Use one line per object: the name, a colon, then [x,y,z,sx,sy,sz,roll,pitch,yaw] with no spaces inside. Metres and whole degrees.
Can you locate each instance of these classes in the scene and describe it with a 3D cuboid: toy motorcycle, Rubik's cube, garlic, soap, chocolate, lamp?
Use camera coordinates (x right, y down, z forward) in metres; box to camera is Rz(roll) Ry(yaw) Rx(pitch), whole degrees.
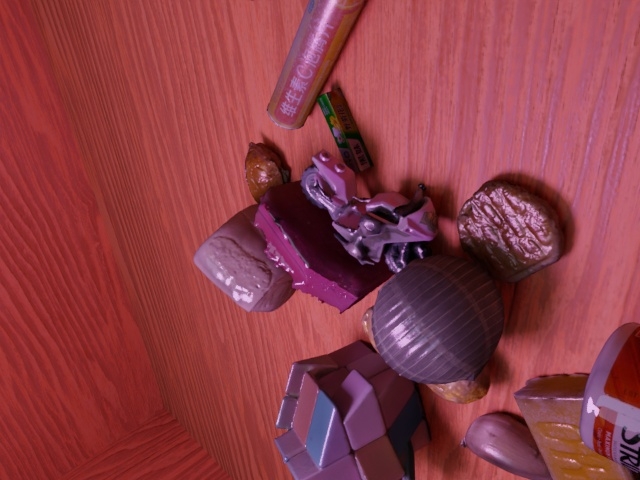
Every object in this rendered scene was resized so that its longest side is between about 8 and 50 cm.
toy motorcycle: [0.105,-0.066,1.054,0.327,0.143,0.188,41,139,10]
Rubik's cube: [0.071,0.448,1.306,0.358,0.368,0.386,26,136,64]
garlic: [0.412,0.444,1.085,0.267,0.149,0.128,28,98,44]
soap: [0.000,0.000,1.190,0.324,0.220,0.127,52,136,14]
chocolate: [0.224,0.234,1.143,0.309,0.134,0.134,30,136,31]
soap: [0.481,0.376,0.945,0.173,0.089,0.274,-24,93,56]
lamp: [0.212,0.152,0.970,0.265,0.233,0.233,-43,77,25]

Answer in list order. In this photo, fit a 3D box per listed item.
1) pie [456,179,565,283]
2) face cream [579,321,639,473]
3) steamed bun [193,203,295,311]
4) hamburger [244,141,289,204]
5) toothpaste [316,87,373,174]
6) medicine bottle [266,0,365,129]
pie: [0.317,-0.017,0.911,0.195,0.046,0.195,31,137,34]
face cream: [0.488,0.234,0.731,0.187,0.201,0.200,20,129,44]
steamed bun: [-0.148,0.043,1.364,0.247,0.236,0.383,45,177,7]
hamburger: [-0.134,-0.161,1.352,0.102,0.087,0.175,20,127,46]
toothpaste: [0.052,-0.226,1.106,0.037,0.043,0.178,-16,101,52]
medicine bottle: [0.000,-0.379,1.014,0.108,0.108,0.426,53,147,12]
